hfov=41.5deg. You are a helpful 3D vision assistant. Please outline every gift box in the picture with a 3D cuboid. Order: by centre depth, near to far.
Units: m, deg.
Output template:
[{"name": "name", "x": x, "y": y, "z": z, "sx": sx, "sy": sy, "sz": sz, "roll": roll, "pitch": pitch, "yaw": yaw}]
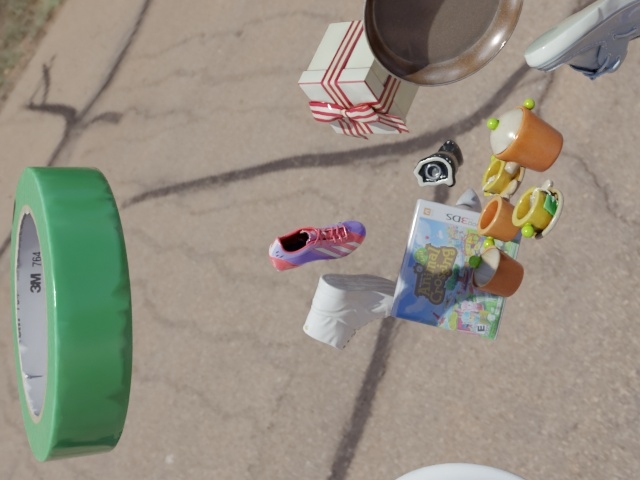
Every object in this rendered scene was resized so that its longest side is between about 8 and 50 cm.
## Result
[{"name": "gift box", "x": 0.131, "y": -0.419, "z": 2.300, "sx": 0.255, "sy": 0.276, "sz": 0.258, "roll": 3, "pitch": 59, "yaw": 43}]

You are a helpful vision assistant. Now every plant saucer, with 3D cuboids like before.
[{"name": "plant saucer", "x": 0.220, "y": -0.434, "z": 1.545, "sx": 0.310, "sy": 0.310, "sz": 0.050, "roll": -44, "pitch": 36, "yaw": 14}]

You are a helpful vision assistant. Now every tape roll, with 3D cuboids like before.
[{"name": "tape roll", "x": -0.286, "y": 0.078, "z": 0.939, "sx": 0.321, "sy": 0.077, "sz": 0.321, "roll": 11, "pitch": 103, "yaw": 63}]

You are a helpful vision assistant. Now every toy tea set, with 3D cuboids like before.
[{"name": "toy tea set", "x": 0.292, "y": -0.074, "z": 1.369, "sx": 0.200, "sy": 0.124, "sz": 0.336, "roll": -53, "pitch": 18, "yaw": 45}]

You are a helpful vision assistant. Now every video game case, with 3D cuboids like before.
[{"name": "video game case", "x": 0.239, "y": 0.051, "z": 1.476, "sx": 0.023, "sy": 0.193, "sz": 0.212, "roll": -127, "pitch": 51, "yaw": -86}]

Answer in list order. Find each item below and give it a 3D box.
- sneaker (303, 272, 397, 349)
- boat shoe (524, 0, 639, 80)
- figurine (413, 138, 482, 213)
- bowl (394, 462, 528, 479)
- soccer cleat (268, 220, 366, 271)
[{"name": "sneaker", "x": 0.087, "y": 0.173, "z": 1.982, "sx": 0.108, "sy": 0.292, "sz": 0.169, "roll": 44, "pitch": 118, "yaw": 47}, {"name": "boat shoe", "x": 0.325, "y": -0.232, "z": 0.970, "sx": 0.227, "sy": 0.081, "sz": 0.079, "roll": -33, "pitch": 9, "yaw": -32}, {"name": "figurine", "x": 0.313, "y": -0.120, "z": 1.954, "sx": 0.092, "sy": 0.215, "sz": 0.209, "roll": -18, "pitch": 12, "yaw": 27}, {"name": "bowl", "x": 0.189, "y": 0.447, "z": 1.090, "sx": 0.298, "sy": 0.298, "sz": 0.134, "roll": -35, "pitch": 13, "yaw": 25}, {"name": "soccer cleat", "x": 0.000, "y": 0.000, "z": 1.882, "sx": 0.083, "sy": 0.248, "sz": 0.095, "roll": 61, "pitch": 155, "yaw": 27}]
